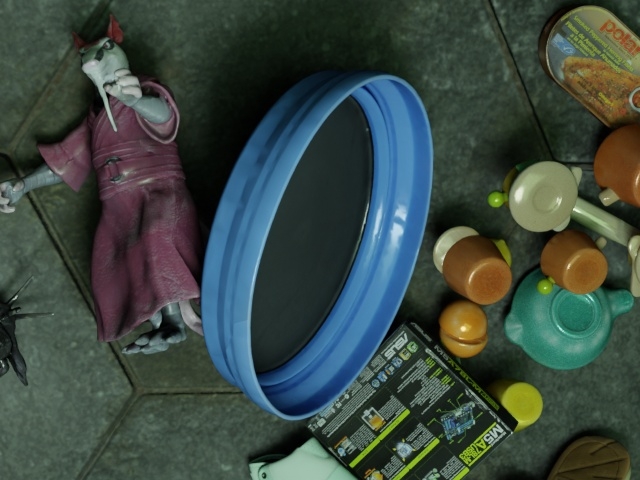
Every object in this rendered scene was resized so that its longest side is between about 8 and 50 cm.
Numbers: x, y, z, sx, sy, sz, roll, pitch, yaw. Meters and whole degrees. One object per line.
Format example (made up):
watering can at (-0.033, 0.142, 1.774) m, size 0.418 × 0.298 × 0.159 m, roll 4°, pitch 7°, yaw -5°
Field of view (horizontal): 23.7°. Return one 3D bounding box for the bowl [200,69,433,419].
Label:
bowl at (0.000, 0.000, 1.669) m, size 0.391 × 0.077 × 0.391 m, roll -41°, pitch 141°, yaw -45°

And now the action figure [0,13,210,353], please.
action figure at (-0.183, -0.068, 1.662) m, size 0.275 × 0.248 × 0.370 m, roll -4°, pitch 81°, yaw -48°

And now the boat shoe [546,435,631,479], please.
boat shoe at (0.290, 0.408, 1.930) m, size 0.342 × 0.123 × 0.123 m, roll -52°, pitch 143°, yaw -26°

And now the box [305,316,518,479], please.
box at (0.108, 0.220, 1.835) m, size 0.184 × 0.045 × 0.191 m, roll 43°, pitch 112°, yaw 2°

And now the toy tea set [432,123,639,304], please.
toy tea set at (0.292, -0.029, 1.828) m, size 0.336 × 0.124 × 0.200 m, roll -7°, pitch 112°, yaw -15°

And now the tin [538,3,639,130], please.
tin at (0.346, -0.209, 1.849) m, size 0.189 × 0.040 × 0.106 m, roll 38°, pitch 97°, yaw -21°

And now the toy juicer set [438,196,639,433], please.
toy juicer set at (0.280, 0.065, 1.895) m, size 0.329 × 0.089 × 0.209 m, roll -42°, pitch 91°, yaw -14°

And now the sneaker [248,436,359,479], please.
sneaker at (-0.057, 0.350, 1.883) m, size 0.256 × 0.094 × 0.151 m, roll -43°, pitch 80°, yaw 19°

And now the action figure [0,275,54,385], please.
action figure at (-0.436, 0.126, 1.680) m, size 0.275 × 0.141 × 0.164 m, roll -31°, pitch 105°, yaw -33°
